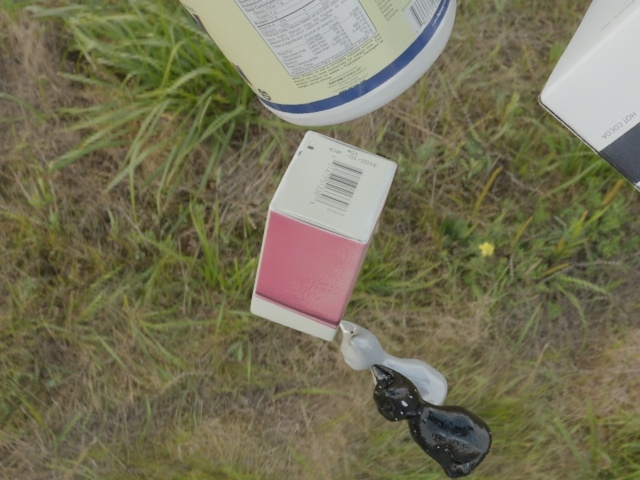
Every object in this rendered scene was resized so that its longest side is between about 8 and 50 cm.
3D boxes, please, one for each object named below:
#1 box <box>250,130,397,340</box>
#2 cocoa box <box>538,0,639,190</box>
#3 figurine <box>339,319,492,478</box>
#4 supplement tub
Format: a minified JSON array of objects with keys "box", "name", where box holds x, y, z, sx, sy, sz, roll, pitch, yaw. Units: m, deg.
[{"box":[0.000,0.000,1.050,0.126,0.232,0.149,20,52,4],"name":"box"},{"box":[0.368,-0.173,0.528,0.228,0.347,0.231,40,49,-4],"name":"cocoa box"},{"box":[0.120,0.213,1.148,0.092,0.215,0.209,-47,121,4],"name":"figurine"},{"box":[-0.036,-0.290,0.743,0.235,0.325,0.235,-20,46,23],"name":"supplement tub"}]
